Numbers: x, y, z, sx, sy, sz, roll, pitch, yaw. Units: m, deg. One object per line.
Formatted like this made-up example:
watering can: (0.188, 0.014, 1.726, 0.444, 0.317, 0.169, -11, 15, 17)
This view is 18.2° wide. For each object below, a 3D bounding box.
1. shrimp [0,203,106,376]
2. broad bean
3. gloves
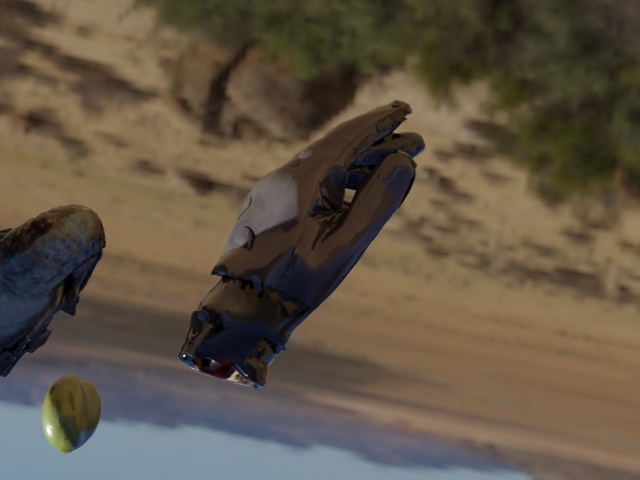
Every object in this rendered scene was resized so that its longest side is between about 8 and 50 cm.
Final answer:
shrimp: (-0.231, 0.049, 1.367, 0.233, 0.090, 0.079, -42, 170, 29)
broad bean: (-0.204, 0.140, 1.623, 0.045, 0.063, 0.083, 4, -173, 4)
gloves: (-0.009, -0.002, 1.619, 0.142, 0.285, 0.119, 12, 147, 53)
